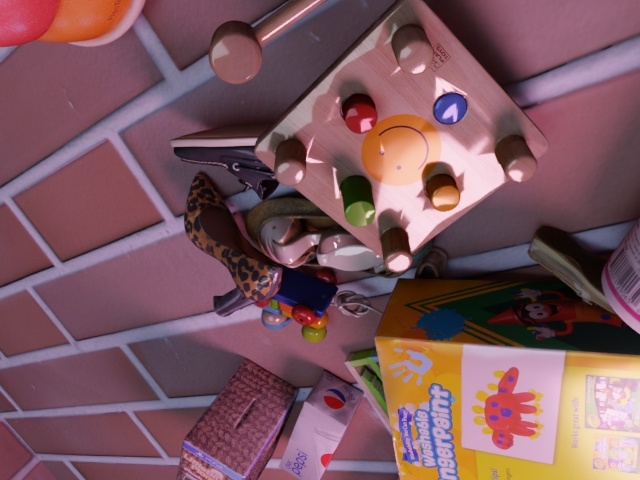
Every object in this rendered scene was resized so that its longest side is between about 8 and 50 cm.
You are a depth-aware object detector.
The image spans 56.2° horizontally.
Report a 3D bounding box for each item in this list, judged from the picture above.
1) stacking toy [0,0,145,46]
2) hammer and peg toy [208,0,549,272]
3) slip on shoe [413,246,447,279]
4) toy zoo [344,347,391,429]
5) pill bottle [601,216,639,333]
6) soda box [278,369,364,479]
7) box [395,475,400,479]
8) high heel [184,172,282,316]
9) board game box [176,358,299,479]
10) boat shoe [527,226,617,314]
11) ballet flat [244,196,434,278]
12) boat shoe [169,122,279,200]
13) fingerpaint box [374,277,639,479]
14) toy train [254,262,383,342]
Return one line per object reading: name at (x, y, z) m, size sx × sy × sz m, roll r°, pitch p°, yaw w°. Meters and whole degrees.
stacking toy at (-0.473, -0.349, 0.714) m, size 0.351 × 0.480 × 0.350 m, roll 16°, pitch 130°, yaw 21°
hammer and peg toy at (0.061, -0.144, 0.680) m, size 0.266 × 0.127 × 0.361 m, roll -39°, pitch 118°, yaw 24°
slip on shoe at (0.167, 0.073, 0.938) m, size 0.052 × 0.041 × 0.135 m, roll 23°, pitch 132°, yaw 16°
toy zoo at (0.203, 0.257, 1.061) m, size 0.293 × 0.030 × 0.192 m, roll -20°, pitch 111°, yaw 40°
pill bottle at (0.434, -0.023, 0.616) m, size 0.160 × 0.160 × 0.283 m, roll 27°, pitch 133°, yaw 12°
soda box at (-0.003, 0.402, 1.256) m, size 0.098 × 0.091 × 0.286 m, roll 28°, pitch 133°, yaw 11°
box at (0.198, 0.573, 1.224) m, size 0.154 × 0.142 × 0.299 m, roll 28°, pitch 133°, yaw 11°
high heel at (-0.138, -0.018, 0.983) m, size 0.186 × 0.093 × 0.261 m, roll -29°, pitch 73°, yaw 47°
board game box at (-0.188, 0.450, 1.310) m, size 0.141 × 0.232 × 0.291 m, roll 28°, pitch 134°, yaw 10°
boat shoe at (0.335, 0.045, 0.776) m, size 0.153 × 0.056 × 0.048 m, roll 44°, pitch 144°, yaw 32°
ballet flat at (0.000, 0.000, 0.937) m, size 0.349 × 0.123 × 0.123 m, roll 3°, pitch 124°, yaw 30°
boat shoe at (-0.073, -0.115, 0.889) m, size 0.340 × 0.127 × 0.113 m, roll 1°, pitch 111°, yaw 21°
fingerpaint box at (0.302, 0.281, 0.888) m, size 0.371 × 0.163 × 0.444 m, roll 0°, pitch 119°, yaw 22°
toy train at (-0.006, 0.131, 1.056) m, size 0.248 × 0.105 × 0.143 m, roll 20°, pitch 141°, yaw 18°
